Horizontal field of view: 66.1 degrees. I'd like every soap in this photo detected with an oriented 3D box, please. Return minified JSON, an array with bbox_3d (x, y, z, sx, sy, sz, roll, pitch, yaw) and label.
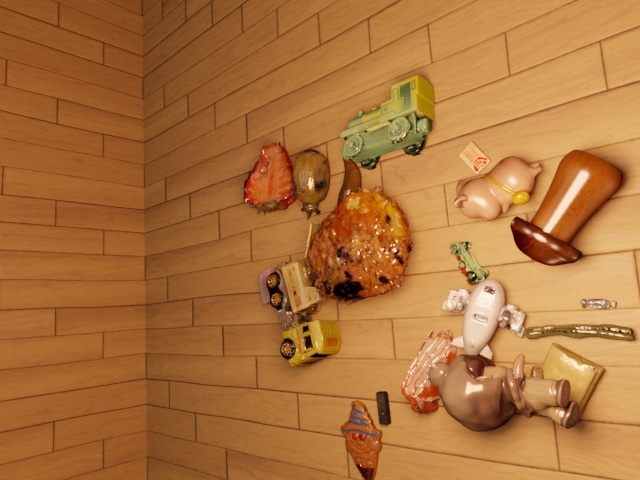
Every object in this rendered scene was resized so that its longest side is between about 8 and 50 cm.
[{"bbox_3d":[-0.215,0.193,2.128,0.100,0.056,0.149,-24,71,36],"label":"soap"}]

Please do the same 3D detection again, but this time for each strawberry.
[{"bbox_3d":[-0.206,-0.244,2.103,0.253,0.150,0.280,-26,66,18],"label":"strawberry"}]

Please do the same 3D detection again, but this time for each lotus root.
[{"bbox_3d":[-0.038,-0.217,1.932,0.154,0.154,0.278,6,94,43],"label":"lotus root"}]

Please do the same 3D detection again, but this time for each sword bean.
[{"bbox_3d":[0.679,0.245,1.310,0.269,0.038,0.043,-10,55,42],"label":"sword bean"}]

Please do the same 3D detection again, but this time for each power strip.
[{"bbox_3d":[0.219,0.583,1.709,0.038,0.029,0.111,-16,76,41],"label":"power strip"}]

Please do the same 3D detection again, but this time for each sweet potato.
[{"bbox_3d":[0.104,-0.200,1.852,0.108,0.079,0.346,2,84,55],"label":"sweet potato"}]

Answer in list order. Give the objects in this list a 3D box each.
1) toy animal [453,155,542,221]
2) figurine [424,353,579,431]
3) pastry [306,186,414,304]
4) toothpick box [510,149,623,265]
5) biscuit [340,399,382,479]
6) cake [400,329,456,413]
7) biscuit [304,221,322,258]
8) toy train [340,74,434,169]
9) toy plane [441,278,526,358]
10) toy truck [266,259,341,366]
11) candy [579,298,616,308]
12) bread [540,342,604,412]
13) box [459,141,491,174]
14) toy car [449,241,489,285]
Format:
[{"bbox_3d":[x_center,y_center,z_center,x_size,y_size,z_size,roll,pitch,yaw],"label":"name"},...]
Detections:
[{"bbox_3d":[0.515,-0.147,1.416,0.248,0.165,0.149,-26,93,24],"label":"toy animal"},{"bbox_3d":[0.482,0.414,1.320,0.380,0.248,0.203,-12,49,49],"label":"figurine"},{"bbox_3d":[0.139,0.038,1.641,0.405,0.292,0.337,-52,28,15],"label":"pastry"},{"bbox_3d":[0.635,-0.077,1.283,0.192,0.192,0.294,39,106,38],"label":"toothpick box"},{"bbox_3d":[0.148,0.720,1.764,0.183,0.043,0.280,-20,70,43],"label":"biscuit"},{"bbox_3d":[0.344,0.414,1.561,0.098,0.135,0.287,17,89,56],"label":"cake"},{"bbox_3d":[0.000,0.000,1.835,0.016,0.231,0.139,11,95,21],"label":"biscuit"},{"bbox_3d":[0.221,-0.398,1.722,0.369,0.150,0.237,-12,70,42],"label":"toy train"},{"bbox_3d":[0.476,0.230,1.450,0.244,0.117,0.245,-1,88,26],"label":"toy plane"},{"bbox_3d":[-0.054,0.264,1.896,0.254,0.180,0.405,-27,66,30],"label":"toy truck"},{"bbox_3d":[0.724,0.167,1.284,0.083,0.020,0.030,2,88,41],"label":"candy"},{"bbox_3d":[0.646,0.383,1.310,0.139,0.060,0.178,28,106,41],"label":"bread"},{"bbox_3d":[0.485,-0.259,1.544,0.058,0.015,0.093,-52,55,29],"label":"box"},{"bbox_3d":[0.452,0.068,1.512,0.143,0.073,0.054,64,143,25],"label":"toy car"}]
